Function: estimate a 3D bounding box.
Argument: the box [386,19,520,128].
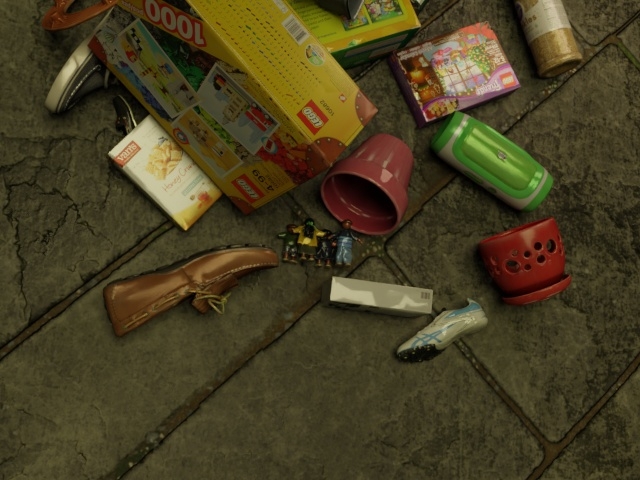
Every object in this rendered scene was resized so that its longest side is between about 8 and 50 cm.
[{"bbox_3d":[0.341,-0.427,2.011,0.293,0.057,0.201,-23,84,-18],"label":"box"}]

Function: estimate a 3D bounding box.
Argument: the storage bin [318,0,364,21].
[{"bbox_3d":[0.054,-0.575,1.792,0.091,0.098,0.135,19,73,19],"label":"storage bin"}]

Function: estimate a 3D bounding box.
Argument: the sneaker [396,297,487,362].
[{"bbox_3d":[0.276,0.213,1.841,0.237,0.085,0.086,-25,58,-15],"label":"sneaker"}]

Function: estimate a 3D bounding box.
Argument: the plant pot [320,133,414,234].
[{"bbox_3d":[0.125,-0.143,1.831,0.201,0.201,0.180,34,56,-5],"label":"plant pot"}]

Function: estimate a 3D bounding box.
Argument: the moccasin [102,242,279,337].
[{"bbox_3d":[-0.267,0.106,1.689,0.380,0.139,0.147,-19,83,-17],"label":"moccasin"}]

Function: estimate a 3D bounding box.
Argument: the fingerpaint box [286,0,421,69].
[{"bbox_3d":[-0.043,-0.587,1.896,0.445,0.163,0.371,-21,84,-18],"label":"fingerpaint box"}]

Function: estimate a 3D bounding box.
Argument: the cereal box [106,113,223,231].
[{"bbox_3d":[-0.332,-0.162,1.763,0.240,0.047,0.173,46,72,-13],"label":"cereal box"}]

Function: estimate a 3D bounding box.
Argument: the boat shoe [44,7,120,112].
[{"bbox_3d":[-0.458,-0.390,1.765,0.158,0.127,0.340,35,72,-11],"label":"boat shoe"}]

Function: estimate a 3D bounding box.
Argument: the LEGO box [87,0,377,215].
[{"bbox_3d":[-0.188,-0.336,1.626,0.500,0.372,0.193,47,57,-13],"label":"LEGO box"}]

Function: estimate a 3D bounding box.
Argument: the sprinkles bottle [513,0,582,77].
[{"bbox_3d":[0.578,-0.615,2.081,0.121,0.121,0.355,-15,81,-17],"label":"sprinkles bottle"}]

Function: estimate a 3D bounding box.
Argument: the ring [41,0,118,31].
[{"bbox_3d":[-0.469,-0.564,1.717,0.336,0.336,0.032,-46,128,-19],"label":"ring"}]

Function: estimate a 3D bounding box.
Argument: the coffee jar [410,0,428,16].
[{"bbox_3d":[0.263,-0.659,2.026,0.079,0.096,0.184,38,70,-6],"label":"coffee jar"}]

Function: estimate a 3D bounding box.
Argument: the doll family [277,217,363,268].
[{"bbox_3d":[0.000,0.000,1.821,0.193,0.076,0.111,11,70,-17],"label":"doll family"}]

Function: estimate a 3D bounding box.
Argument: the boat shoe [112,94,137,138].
[{"bbox_3d":[-0.442,-0.265,1.779,0.042,0.049,0.133,-22,88,-26],"label":"boat shoe"}]

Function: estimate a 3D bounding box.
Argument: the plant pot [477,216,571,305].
[{"bbox_3d":[0.491,0.053,1.873,0.191,0.191,0.174,-21,92,-18],"label":"plant pot"}]

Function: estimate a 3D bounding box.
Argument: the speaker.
[{"bbox_3d":[0.422,-0.193,1.942,0.296,0.131,0.131,33,72,-5],"label":"speaker"}]

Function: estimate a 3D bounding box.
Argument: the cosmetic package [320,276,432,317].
[{"bbox_3d":[0.127,0.133,1.805,0.239,0.099,0.060,8,78,-12],"label":"cosmetic package"}]
